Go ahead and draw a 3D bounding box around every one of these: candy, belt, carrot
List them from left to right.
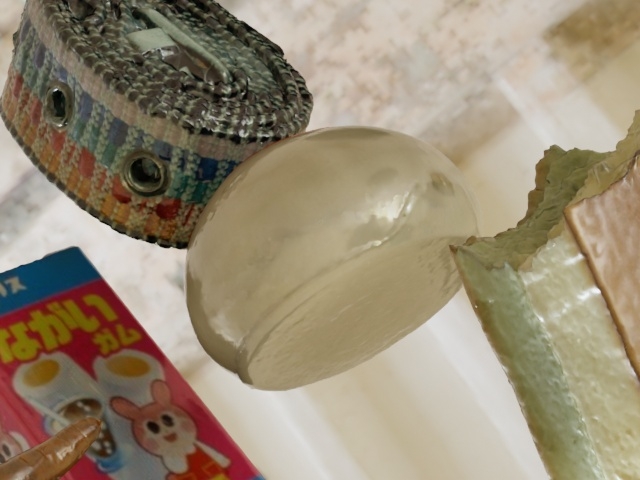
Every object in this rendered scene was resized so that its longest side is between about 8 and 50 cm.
[{"bbox_3d":[-0.192,0.152,0.858,0.165,0.035,0.036,-40,-179,-38],"label":"carrot"},{"bbox_3d":[-0.182,0.156,1.152,0.157,0.306,0.100,-23,156,-44],"label":"candy"},{"bbox_3d":[-0.155,-0.114,1.220,0.207,0.295,0.160,-26,146,-49],"label":"belt"}]

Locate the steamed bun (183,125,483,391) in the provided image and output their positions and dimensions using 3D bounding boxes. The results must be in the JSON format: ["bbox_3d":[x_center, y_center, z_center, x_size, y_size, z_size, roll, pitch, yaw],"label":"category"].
[{"bbox_3d":[0.000,0.000,1.068,0.232,0.145,0.232,-26,156,-13],"label":"steamed bun"}]

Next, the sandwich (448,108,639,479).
[{"bbox_3d":[0.197,0.017,0.777,0.220,0.186,0.108,-22,178,-34],"label":"sandwich"}]
